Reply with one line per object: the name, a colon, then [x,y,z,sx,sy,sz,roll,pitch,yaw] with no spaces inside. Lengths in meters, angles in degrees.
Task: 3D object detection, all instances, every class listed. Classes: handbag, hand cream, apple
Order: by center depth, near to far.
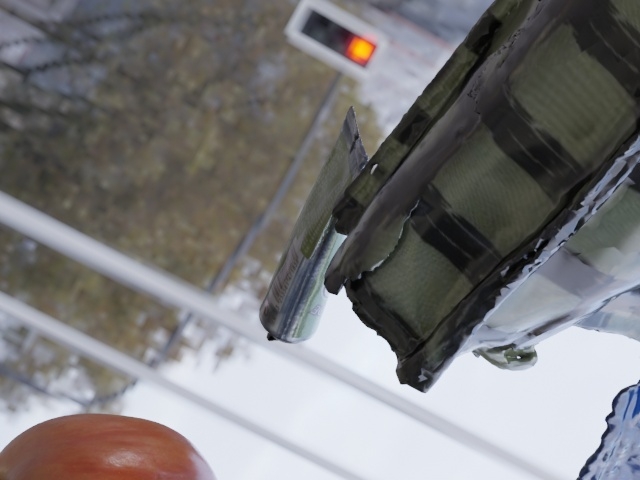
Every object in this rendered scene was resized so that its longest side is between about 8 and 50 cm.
handbag: [0.216,-0.054,0.923,0.327,0.325,0.162,-50,-134,33]
hand cream: [0.000,0.000,1.688,0.086,0.055,0.235,-105,-150,-51]
apple: [-0.216,0.276,1.807,0.242,0.241,0.242,-27,-123,52]

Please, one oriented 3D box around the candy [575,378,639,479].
candy: [0.349,0.144,1.425,0.187,0.331,0.077,98,-18,-46]
